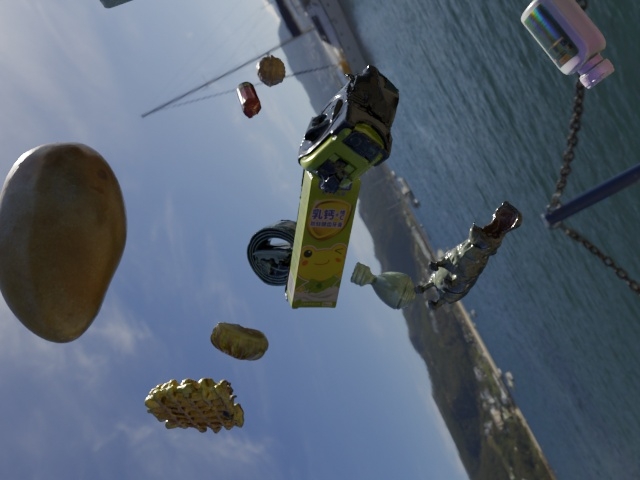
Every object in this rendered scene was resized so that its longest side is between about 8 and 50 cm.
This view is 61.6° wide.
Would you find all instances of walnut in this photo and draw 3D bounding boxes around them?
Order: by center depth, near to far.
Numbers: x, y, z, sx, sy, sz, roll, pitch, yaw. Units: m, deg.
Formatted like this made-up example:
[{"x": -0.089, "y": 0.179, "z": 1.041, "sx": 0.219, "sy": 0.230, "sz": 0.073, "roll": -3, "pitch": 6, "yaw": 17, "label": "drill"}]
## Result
[{"x": -0.135, "y": -0.462, "z": 1.466, "sx": 0.096, "sy": 0.078, "sz": 0.083, "roll": 154, "pitch": 117, "yaw": -79, "label": "walnut"}]

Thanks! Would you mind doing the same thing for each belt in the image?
[{"x": -0.118, "y": 0.041, "z": 1.743, "sx": 0.116, "sy": 0.267, "sz": 0.207, "roll": -30, "pitch": -79, "yaw": -53, "label": "belt"}]

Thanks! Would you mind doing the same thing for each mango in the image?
[{"x": -0.465, "y": -0.001, "z": 0.971, "sx": 0.199, "sy": 0.221, "sz": 0.384, "roll": 131, "pitch": 132, "yaw": -61, "label": "mango"}]

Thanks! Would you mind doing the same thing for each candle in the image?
[{"x": -0.179, "y": -0.352, "z": 1.357, "sx": 0.052, "sy": 0.052, "sz": 0.131, "roll": 52, "pitch": -168, "yaw": -43, "label": "candle"}]

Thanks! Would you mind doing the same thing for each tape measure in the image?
[{"x": 0.038, "y": -0.173, "z": 0.896, "sx": 0.112, "sy": 0.186, "sz": 0.199, "roll": 33, "pitch": -132, "yaw": -17, "label": "tape measure"}]

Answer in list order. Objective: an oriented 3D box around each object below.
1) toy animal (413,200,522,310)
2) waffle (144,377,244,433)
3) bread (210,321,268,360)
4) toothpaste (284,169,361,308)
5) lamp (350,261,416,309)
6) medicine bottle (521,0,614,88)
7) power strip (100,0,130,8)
[{"x": 0.359, "y": 0.052, "z": 1.331, "sx": 0.106, "sy": 0.168, "sz": 0.343, "roll": 54, "pitch": 143, "yaw": 23, "label": "toy animal"}, {"x": -0.302, "y": 0.418, "z": 1.356, "sx": 0.283, "sy": 0.309, "sz": 0.065, "roll": 26, "pitch": -132, "yaw": -30, "label": "waffle"}, {"x": -0.190, "y": 0.261, "z": 1.350, "sx": 0.157, "sy": 0.094, "sz": 0.083, "roll": 23, "pitch": -98, "yaw": -49, "label": "bread"}, {"x": 0.000, "y": 0.000, "z": 1.184, "sx": 0.077, "sy": 0.110, "sz": 0.328, "roll": -115, "pitch": 32, "yaw": -60, "label": "toothpaste"}, {"x": 0.180, "y": 0.128, "z": 1.529, "sx": 0.192, "sy": 0.106, "sz": 0.106, "roll": 21, "pitch": -176, "yaw": 10, "label": "lamp"}, {"x": 0.523, "y": -0.423, "z": 1.127, "sx": 0.219, "sy": 0.078, "sz": 0.115, "roll": 54, "pitch": 173, "yaw": 4, "label": "medicine bottle"}, {"x": -0.438, "y": -0.608, "z": 1.095, "sx": 0.224, "sy": 0.140, "sz": 0.139, "roll": 114, "pitch": 134, "yaw": -84, "label": "power strip"}]
